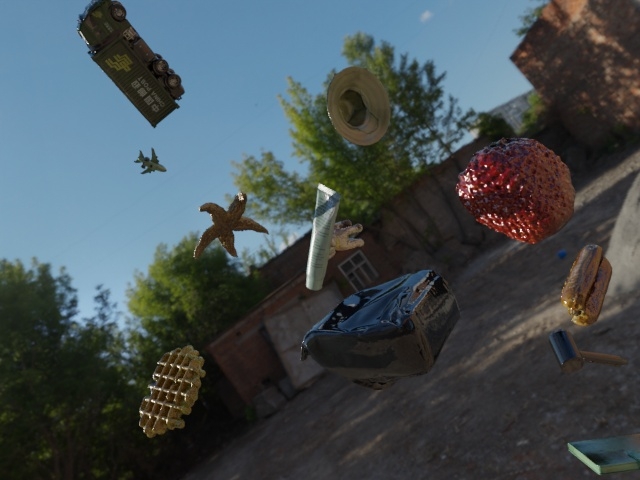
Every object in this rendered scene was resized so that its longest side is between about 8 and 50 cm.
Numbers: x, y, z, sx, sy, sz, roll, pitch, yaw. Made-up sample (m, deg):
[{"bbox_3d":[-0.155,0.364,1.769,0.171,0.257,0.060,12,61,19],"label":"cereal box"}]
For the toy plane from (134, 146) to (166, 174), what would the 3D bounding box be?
[{"bbox_3d":[-0.437,-0.197,1.387,0.080,0.083,0.033,-58,12,21],"label":"toy plane"}]

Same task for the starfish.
[{"bbox_3d":[-0.260,-0.035,1.495,0.236,0.062,0.277,-55,-31,11],"label":"starfish"}]

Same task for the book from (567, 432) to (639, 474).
[{"bbox_3d":[0.459,0.316,0.802,0.135,0.017,0.103,-8,-1,1],"label":"book"}]

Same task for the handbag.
[{"bbox_3d":[0.138,0.203,1.147,0.275,0.178,0.302,-23,4,28],"label":"handbag"}]

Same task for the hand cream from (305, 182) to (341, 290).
[{"bbox_3d":[0.000,0.000,1.543,0.058,0.085,0.331,-22,-48,-37],"label":"hand cream"}]

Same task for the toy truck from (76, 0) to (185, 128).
[{"bbox_3d":[-0.403,-0.383,1.146,0.121,0.259,0.088,-40,37,-3],"label":"toy truck"}]

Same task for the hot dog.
[{"bbox_3d":[0.430,0.067,0.865,0.045,0.071,0.165,-27,14,47],"label":"hot dog"}]

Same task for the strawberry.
[{"bbox_3d":[0.607,-0.155,1.629,0.312,0.351,0.267,-38,-39,3],"label":"strawberry"}]

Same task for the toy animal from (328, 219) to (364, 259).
[{"bbox_3d":[0.024,0.000,1.827,0.185,0.104,0.183,-30,23,-36],"label":"toy animal"}]

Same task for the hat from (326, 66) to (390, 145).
[{"bbox_3d":[0.092,-0.413,1.692,0.252,0.252,0.110,-33,16,-30],"label":"hat"}]

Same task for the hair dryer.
[{"bbox_3d":[0.813,0.337,1.613,0.248,0.114,0.071,8,-48,-12],"label":"hair dryer"}]

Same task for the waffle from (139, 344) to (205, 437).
[{"bbox_3d":[-0.492,0.488,1.760,0.283,0.065,0.309,-40,37,8],"label":"waffle"}]
